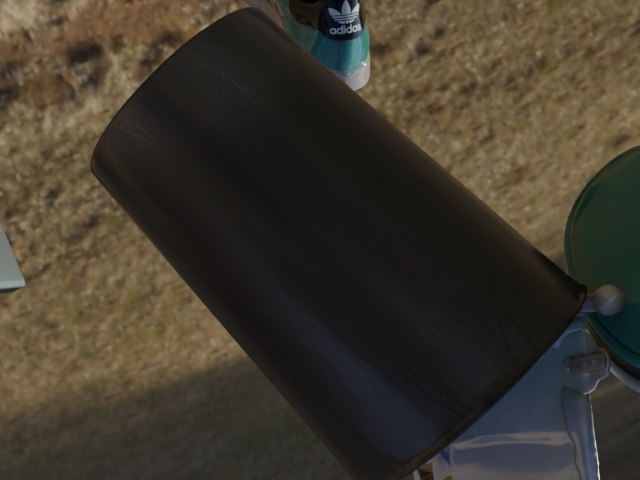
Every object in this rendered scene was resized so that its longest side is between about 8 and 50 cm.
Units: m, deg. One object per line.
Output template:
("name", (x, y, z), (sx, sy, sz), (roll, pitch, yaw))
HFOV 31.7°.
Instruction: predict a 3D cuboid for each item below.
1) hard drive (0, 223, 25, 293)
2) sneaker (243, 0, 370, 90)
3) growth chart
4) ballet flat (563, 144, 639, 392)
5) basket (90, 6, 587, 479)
("hard drive", (-0.321, 0.005, 1.007), (0.022, 0.094, 0.135), (-25, 175, 12))
("sneaker", (-0.020, -0.287, 1.193), (0.108, 0.302, 0.121), (-14, 136, -19))
("growth chart", (0.101, 0.146, 0.621), (0.021, 0.237, 0.172), (1, 175, -37))
("ballet flat", (0.228, 0.047, 0.515), (0.139, 0.139, 0.400), (-24, -167, -3))
("basket", (0.000, 0.000, 0.605), (0.154, 0.227, 0.204), (-43, 176, -17))
